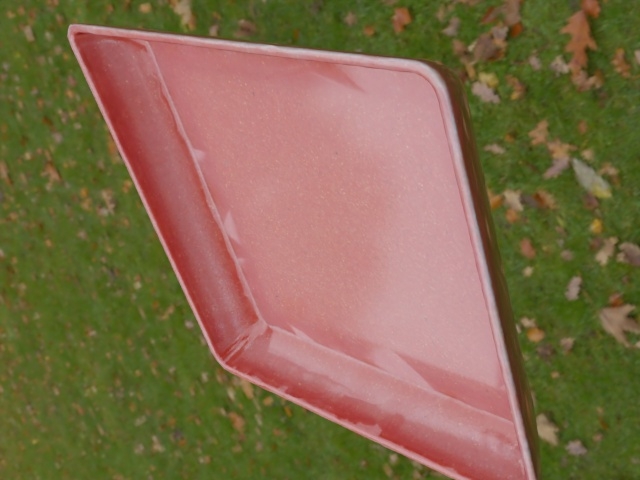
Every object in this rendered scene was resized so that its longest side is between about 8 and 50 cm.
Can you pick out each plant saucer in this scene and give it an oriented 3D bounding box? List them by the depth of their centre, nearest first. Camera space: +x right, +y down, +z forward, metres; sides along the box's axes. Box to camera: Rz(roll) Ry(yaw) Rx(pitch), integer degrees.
[{"bbox_3d":[0.000,0.000,0.504,0.258,0.048,0.259,16,137,42],"label":"plant saucer"}]
